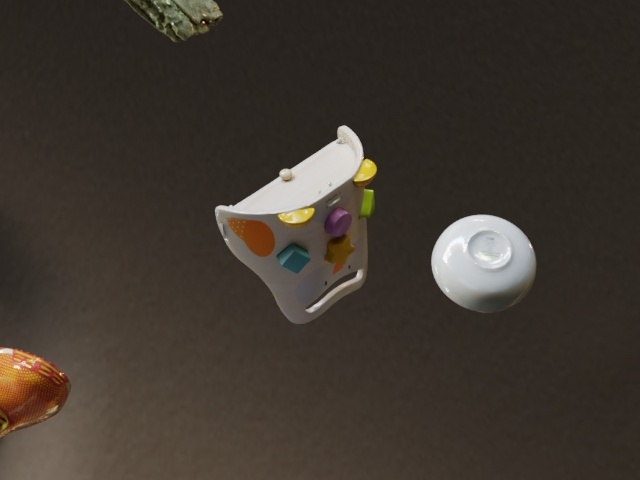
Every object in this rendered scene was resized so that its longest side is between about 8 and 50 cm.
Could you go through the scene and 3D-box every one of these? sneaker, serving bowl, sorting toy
[{"bbox_3d":[-0.222,0.118,1.050,0.064,0.067,0.175,42,-43,-22],"label":"sneaker"},{"bbox_3d":[0.129,0.013,1.262,0.083,0.083,0.027,-2,-30,-6],"label":"serving bowl"},{"bbox_3d":[0.000,0.000,0.775,0.083,0.045,0.075,-35,-48,-29],"label":"sorting toy"}]

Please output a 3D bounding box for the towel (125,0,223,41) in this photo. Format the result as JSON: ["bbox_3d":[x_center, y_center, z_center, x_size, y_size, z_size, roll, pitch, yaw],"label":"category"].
[{"bbox_3d":[-0.119,-0.171,0.934,0.148,0.110,0.027,42,-78,-6],"label":"towel"}]
